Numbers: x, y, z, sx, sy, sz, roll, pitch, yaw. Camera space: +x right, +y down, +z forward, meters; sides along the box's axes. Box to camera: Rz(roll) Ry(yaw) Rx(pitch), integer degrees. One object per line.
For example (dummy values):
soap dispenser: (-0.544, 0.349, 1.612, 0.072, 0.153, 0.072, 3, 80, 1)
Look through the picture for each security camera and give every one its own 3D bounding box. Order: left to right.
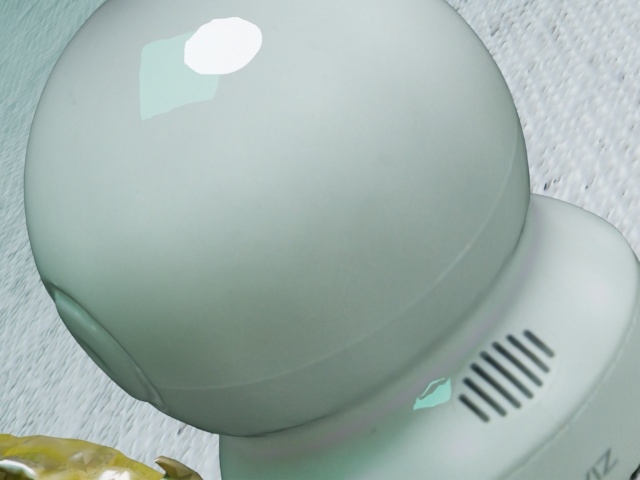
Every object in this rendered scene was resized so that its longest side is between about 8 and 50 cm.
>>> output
security camera: (0.000, 0.000, 0.698, 0.194, 0.236, 0.194, -32, 24, 16)

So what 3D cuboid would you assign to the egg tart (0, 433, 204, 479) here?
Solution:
egg tart: (-0.104, 0.172, 0.494, 0.294, 0.123, 0.294, -5, 60, 9)
